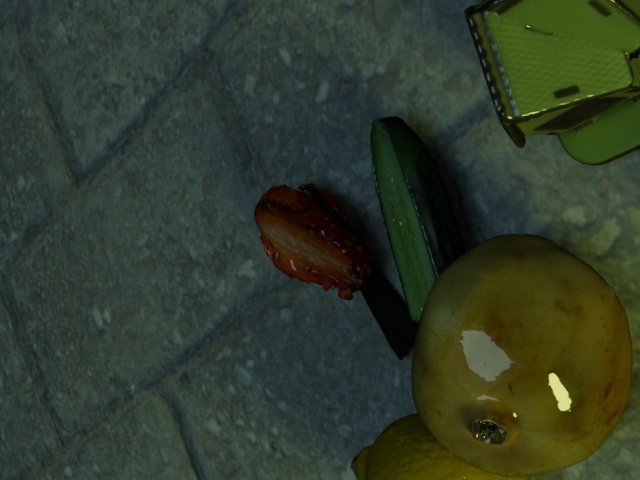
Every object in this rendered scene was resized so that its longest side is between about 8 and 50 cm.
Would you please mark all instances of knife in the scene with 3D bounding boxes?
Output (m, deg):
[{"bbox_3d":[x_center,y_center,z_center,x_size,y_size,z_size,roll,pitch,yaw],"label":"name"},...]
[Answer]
[{"bbox_3d":[0.092,0.101,1.412,0.230,0.028,0.060,54,133,30],"label":"knife"}]

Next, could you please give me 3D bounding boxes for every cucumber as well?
[{"bbox_3d":[0.115,-0.025,1.332,0.115,0.063,0.244,152,103,-71],"label":"cucumber"}]

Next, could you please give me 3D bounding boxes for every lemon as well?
[{"bbox_3d":[0.131,0.276,1.283,0.244,0.187,0.187,20,110,48],"label":"lemon"}]

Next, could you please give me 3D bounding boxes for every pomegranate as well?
[{"bbox_3d":[0.196,0.114,1.171,0.233,0.233,0.233,9,103,46],"label":"pomegranate"}]

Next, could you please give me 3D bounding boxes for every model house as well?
[{"bbox_3d":[0.195,-0.183,1.075,0.205,0.279,0.218,-29,74,47],"label":"model house"}]

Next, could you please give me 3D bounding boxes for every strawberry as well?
[{"bbox_3d":[0.000,0.000,1.461,0.188,0.082,0.121,31,142,34],"label":"strawberry"}]
